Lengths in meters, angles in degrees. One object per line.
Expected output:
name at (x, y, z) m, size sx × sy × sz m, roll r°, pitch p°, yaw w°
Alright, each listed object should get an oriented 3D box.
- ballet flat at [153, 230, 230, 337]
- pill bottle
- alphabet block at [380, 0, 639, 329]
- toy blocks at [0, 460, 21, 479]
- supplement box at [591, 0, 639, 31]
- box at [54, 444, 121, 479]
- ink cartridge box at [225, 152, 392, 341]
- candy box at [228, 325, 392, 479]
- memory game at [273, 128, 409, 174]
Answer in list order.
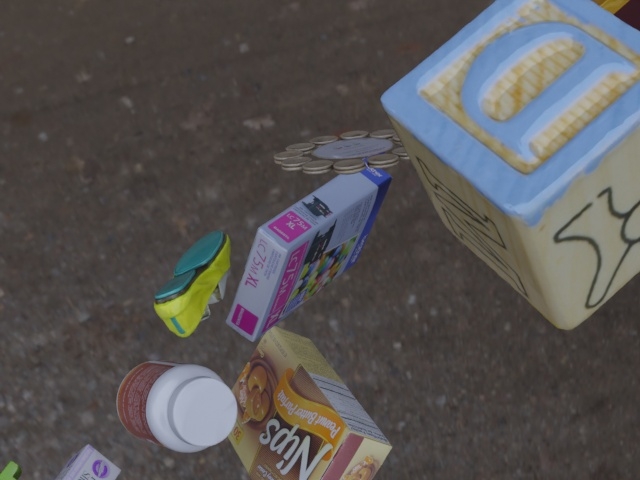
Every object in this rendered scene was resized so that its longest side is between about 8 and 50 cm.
ballet flat at (-0.167, 0.063, 1.633) m, size 0.077 × 0.077 × 0.231 m, roll -21°, pitch 16°, yaw 19°
pill bottle at (-0.198, 0.231, 1.658) m, size 0.121 × 0.121 × 0.216 m, roll -45°, pitch 16°, yaw -21°
alphabet block at (0.201, -0.076, 1.030) m, size 0.192 × 0.197 × 0.193 m, roll -38°, pitch 51°, yaw -4°
toy blocks at (-0.300, 0.445, 1.121) m, size 0.261 × 0.191 × 0.381 m, roll 34°, pitch 68°, yaw 2°
supplement box at (0.392, -0.235, 1.534) m, size 0.191 × 0.194 × 0.129 m, roll -41°, pitch 18°, yaw 31°
box at (-0.379, 0.414, 1.595) m, size 0.067 × 0.063 × 0.324 m, roll 43°, pitch 41°, yaw -9°
ink cartridge box at (0.000, 0.000, 1.703) m, size 0.065 × 0.186 × 0.311 m, roll 35°, pitch 42°, yaw 15°
candy box at (-0.033, 0.283, 1.774) m, size 0.183 × 0.087 × 0.316 m, roll -60°, pitch 33°, yaw 12°
memory game at (0.039, -0.104, 1.399) m, size 0.186 × 0.012 × 0.186 m, roll -6°, pitch 17°, yaw 2°
